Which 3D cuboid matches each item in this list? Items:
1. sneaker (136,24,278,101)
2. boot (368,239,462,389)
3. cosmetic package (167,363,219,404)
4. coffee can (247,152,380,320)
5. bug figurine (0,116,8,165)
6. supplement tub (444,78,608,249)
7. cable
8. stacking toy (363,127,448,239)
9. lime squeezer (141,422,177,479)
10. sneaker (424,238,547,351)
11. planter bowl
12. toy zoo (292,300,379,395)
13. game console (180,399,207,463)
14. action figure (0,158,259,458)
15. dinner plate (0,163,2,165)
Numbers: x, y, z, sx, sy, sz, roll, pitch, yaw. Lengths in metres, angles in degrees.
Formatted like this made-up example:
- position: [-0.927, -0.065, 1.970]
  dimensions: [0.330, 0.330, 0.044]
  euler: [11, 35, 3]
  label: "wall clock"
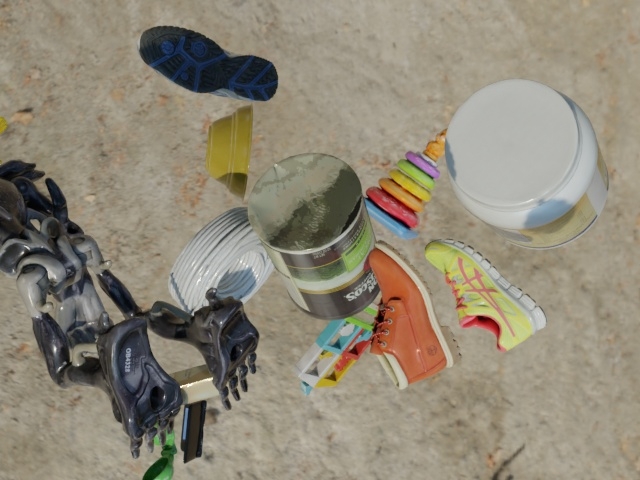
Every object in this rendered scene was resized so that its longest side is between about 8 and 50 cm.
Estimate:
- position: [-0.161, -0.233, 1.026]
  dimensions: [0.211, 0.081, 0.080]
  euler: [14, 89, -43]
  label: "sneaker"
- position: [0.079, 0.080, 0.797]
  dimensions: [0.085, 0.059, 0.157]
  euler: [-28, 94, -11]
  label: "boot"
- position: [-0.234, 0.259, 1.344]
  dimensions: [0.115, 0.060, 0.041]
  euler: [-16, 111, 0]
  label: "cosmetic package"
- position: [0.000, 0.000, 1.379]
  dimensions: [0.201, 0.202, 0.275]
  euler: [-60, 154, -21]
  label: "coffee can"
- position: [-0.591, -0.085, 1.134]
  dimensions: [0.072, 0.216, 0.279]
  euler: [37, 70, -2]
  label: "bug figurine"
- position: [0.337, -0.117, 1.220]
  dimensions: [0.316, 0.228, 0.228]
  euler: [22, 74, -63]
  label: "supplement tub"
- position: [-0.186, 0.050, 1.514]
  dimensions: [0.257, 0.089, 0.257]
  euler: [-22, 144, -50]
  label: "cable"
- position: [0.245, -0.165, 1.928]
  dimensions: [0.301, 0.166, 0.175]
  euler: [-55, 161, 9]
  label: "stacking toy"
- position: [-0.290, 0.340, 1.243]
  dimensions: [0.110, 0.059, 0.310]
  euler: [18, 61, -24]
  label: "lime squeezer"
- position: [0.223, 0.079, 1.102]
  dimensions: [0.094, 0.208, 0.081]
  euler: [-44, 154, -9]
  label: "sneaker"
- position: [-0.203, -0.197, 1.636]
  dimensions: [0.090, 0.217, 0.217]
  euler: [5, 85, -10]
  label: "planter bowl"
- position: [0.047, 0.268, 1.871]
  dimensions: [0.293, 0.030, 0.192]
  euler: [-52, 146, 7]
  label: "toy zoo"
- position: [-0.284, 0.397, 1.590]
  dimensions: [0.071, 0.107, 0.122]
  euler: [9, 86, -43]
  label: "game console"
- position: [-0.185, 0.040, 0.473]
  dimensions: [0.164, 0.276, 0.140]
  euler: [-33, 141, -52]
  label: "action figure"
- position: [-0.588, -0.076, 1.298]
  dimensions: [0.141, 0.017, 0.141]
  euler: [10, 76, -45]
  label: "dinner plate"
